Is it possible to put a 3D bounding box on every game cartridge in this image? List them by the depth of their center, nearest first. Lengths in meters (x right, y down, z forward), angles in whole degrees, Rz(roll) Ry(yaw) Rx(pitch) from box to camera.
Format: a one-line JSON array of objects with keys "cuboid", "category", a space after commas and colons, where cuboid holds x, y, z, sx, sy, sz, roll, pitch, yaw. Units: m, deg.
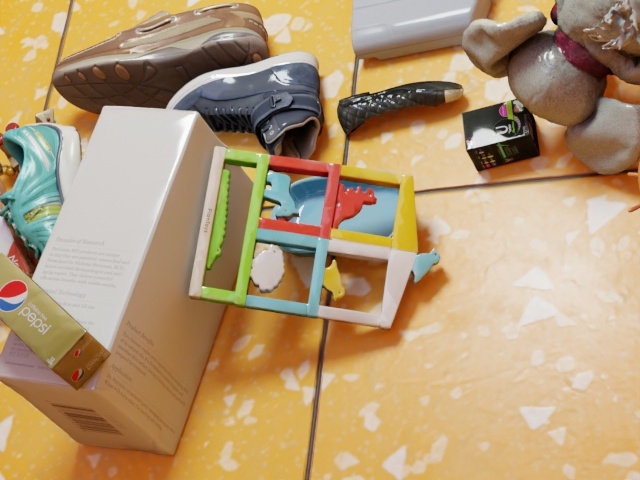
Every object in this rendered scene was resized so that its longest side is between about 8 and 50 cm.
[{"cuboid": [0.145, -0.391, 1.986, 0.198, 0.062, 0.297, -11, 57, 23], "category": "game cartridge"}]

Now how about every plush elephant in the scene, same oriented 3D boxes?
[{"cuboid": [0.332, -0.237, 1.702, 0.255, 0.272, 0.330, -39, 1, 43], "category": "plush elephant"}]

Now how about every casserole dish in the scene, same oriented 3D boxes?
[{"cuboid": [0.028, -0.029, 1.827, 0.188, 0.037, 0.114, -6, 59, 22], "category": "casserole dish"}]

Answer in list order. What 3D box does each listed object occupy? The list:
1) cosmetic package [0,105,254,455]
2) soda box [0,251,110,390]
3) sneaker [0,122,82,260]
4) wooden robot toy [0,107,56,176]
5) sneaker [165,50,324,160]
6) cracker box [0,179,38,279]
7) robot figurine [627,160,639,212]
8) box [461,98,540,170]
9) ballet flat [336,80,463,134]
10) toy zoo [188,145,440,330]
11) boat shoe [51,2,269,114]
[{"cuboid": [-0.227, 0.046, 1.788, 0.156, 0.217, 0.385, 4, 61, 26], "category": "cosmetic package"}, {"cuboid": [-0.320, 0.091, 1.634, 0.058, 0.061, 0.181, -48, 54, -8], "category": "soda box"}, {"cuboid": [-0.379, -0.031, 1.940, 0.110, 0.107, 0.275, 1, 65, -20], "category": "sneaker"}, {"cuboid": [-0.437, -0.114, 2.076, 0.173, 0.076, 0.079, -37, 63, 0], "category": "wooden robot toy"}, {"cuboid": [-0.102, -0.155, 1.932, 0.226, 0.086, 0.163, -19, 52, 12], "category": "sneaker"}, {"cuboid": [-0.522, 0.026, 1.980, 0.232, 0.067, 0.155, -26, 85, 5], "category": "cracker box"}, {"cuboid": [0.453, -0.075, 1.604, 0.219, 0.128, 0.158, -11, 73, 18], "category": "robot figurine"}, {"cuboid": [0.224, -0.132, 1.789, 0.083, 0.052, 0.062, -13, 55, 18], "category": "box"}, {"cuboid": [0.106, -0.178, 1.885, 0.173, 0.049, 0.057, -9, 13, 19], "category": "ballet flat"}, {"cuboid": [0.000, 0.000, 1.747, 0.293, 0.030, 0.192, 8, 79, 2], "category": "toy zoo"}, {"cuboid": [-0.223, -0.261, 2.044, 0.324, 0.123, 0.116, -8, 51, 13], "category": "boat shoe"}]
